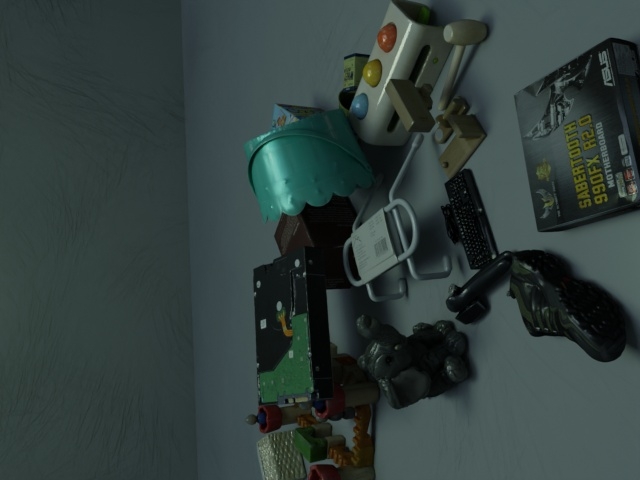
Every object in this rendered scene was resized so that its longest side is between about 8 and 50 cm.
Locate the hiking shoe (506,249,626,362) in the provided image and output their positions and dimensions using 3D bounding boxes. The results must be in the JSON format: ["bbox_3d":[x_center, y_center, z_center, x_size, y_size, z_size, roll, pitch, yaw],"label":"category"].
[{"bbox_3d":[0.366,0.112,0.877,0.227,0.086,0.114,-117,22,-51],"label":"hiking shoe"}]

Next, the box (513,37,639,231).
[{"bbox_3d":[0.382,-0.143,0.841,0.183,0.056,0.231,-24,69,61],"label":"box"}]

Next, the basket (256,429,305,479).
[{"bbox_3d":[-0.123,0.698,1.839,0.103,0.113,0.167,-53,44,45],"label":"basket"}]

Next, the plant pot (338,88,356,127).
[{"bbox_3d":[0.077,-0.324,1.446,0.079,0.083,0.083,111,149,-59],"label":"plant pot"}]

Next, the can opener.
[{"bbox_3d":[0.290,0.079,1.053,0.186,0.073,0.059,-60,1,42],"label":"can opener"}]

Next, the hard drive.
[{"bbox_3d":[-0.069,0.205,1.346,0.237,0.064,0.339,-26,62,50],"label":"hard drive"}]

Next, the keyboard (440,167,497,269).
[{"bbox_3d":[0.268,-0.033,1.100,0.100,0.038,0.192,133,131,-55],"label":"keyboard"}]

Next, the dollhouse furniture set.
[{"bbox_3d":[0.195,-0.209,1.106,0.123,0.151,0.144,-60,42,47],"label":"dollhouse furniture set"}]

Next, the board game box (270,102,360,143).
[{"bbox_3d":[-0.024,-0.265,1.566,0.275,0.142,0.144,46,131,54],"label":"board game box"}]

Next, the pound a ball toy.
[{"bbox_3d":[0.171,-0.336,1.176,0.208,0.135,0.319,-115,34,-40],"label":"pound a ball toy"}]

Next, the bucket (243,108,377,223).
[{"bbox_3d":[-0.031,-0.166,1.294,0.281,0.281,0.183,-9,102,64],"label":"bucket"}]

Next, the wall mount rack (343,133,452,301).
[{"bbox_3d":[0.152,-0.040,1.226,0.350,0.130,0.304,138,123,-64],"label":"wall mount rack"}]

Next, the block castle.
[{"bbox_3d":[-0.045,0.447,1.554,0.453,0.212,0.303,19,108,63],"label":"block castle"}]

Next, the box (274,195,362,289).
[{"bbox_3d":[0.000,0.000,1.496,0.167,0.168,0.203,-65,35,40],"label":"box"}]

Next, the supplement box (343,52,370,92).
[{"bbox_3d":[0.102,-0.393,1.371,0.056,0.083,0.083,-165,74,-64],"label":"supplement box"}]

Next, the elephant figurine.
[{"bbox_3d":[0.148,0.233,1.121,0.169,0.239,0.186,-21,72,62],"label":"elephant figurine"}]
